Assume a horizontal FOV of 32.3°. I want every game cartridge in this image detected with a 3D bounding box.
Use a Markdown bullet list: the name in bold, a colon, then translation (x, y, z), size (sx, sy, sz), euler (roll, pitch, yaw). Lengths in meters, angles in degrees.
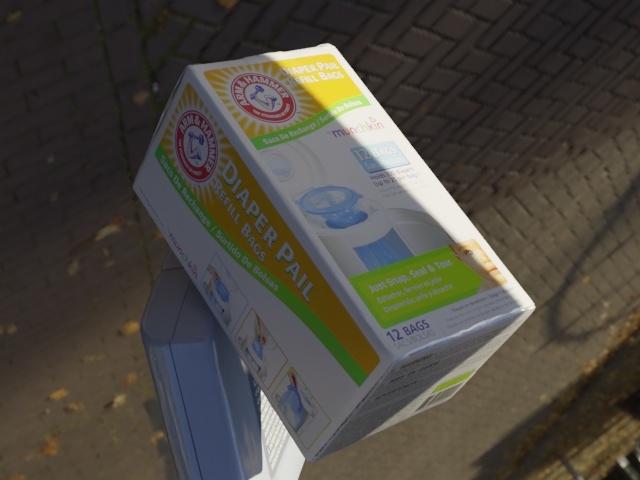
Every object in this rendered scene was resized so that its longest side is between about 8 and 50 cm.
- **game cartridge**: translation (-0.044, 0.061, 0.773), size (0.062, 0.198, 0.297), euler (-8, -159, 16)

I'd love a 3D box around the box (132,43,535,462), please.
- **box**: translation (0.000, 0.000, 0.619), size (0.114, 0.203, 0.103), euler (-16, 151, -39)
